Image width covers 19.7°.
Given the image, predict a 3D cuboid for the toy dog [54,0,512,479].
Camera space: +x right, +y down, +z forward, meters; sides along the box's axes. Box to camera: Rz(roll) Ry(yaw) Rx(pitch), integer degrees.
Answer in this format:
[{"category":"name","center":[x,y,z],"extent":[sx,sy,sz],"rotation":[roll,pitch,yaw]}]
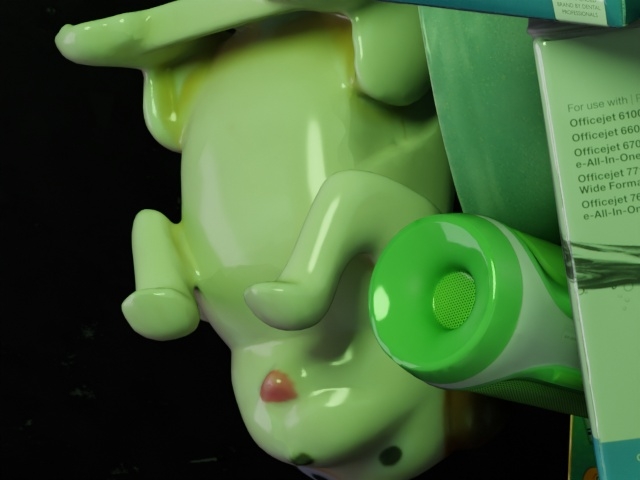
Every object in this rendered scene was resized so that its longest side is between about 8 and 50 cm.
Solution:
[{"category":"toy dog","center":[0.000,0.000,1.484],"extent":[0.395,0.285,0.407],"rotation":[-9,-92,-65]}]

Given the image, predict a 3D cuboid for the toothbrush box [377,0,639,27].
[{"category":"toothbrush box","center":[0.100,-0.277,0.972],"extent":[0.126,0.216,0.295],"rotation":[-28,-64,-34]}]

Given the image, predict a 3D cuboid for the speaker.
[{"category":"speaker","center":[0.166,0.063,1.346],"extent":[0.296,0.131,0.131],"rotation":[17,-119,-49]}]

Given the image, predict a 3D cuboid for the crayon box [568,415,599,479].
[{"category":"crayon box","center":[0.282,0.116,1.629],"extent":[0.165,0.081,0.278],"rotation":[1,-89,-66]}]

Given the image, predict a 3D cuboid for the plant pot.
[{"category":"plant pot","center":[0.196,-0.142,1.401],"extent":[0.293,0.196,0.293],"rotation":[-12,-90,-78]}]

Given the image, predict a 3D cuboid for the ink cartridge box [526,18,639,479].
[{"category":"ink cartridge box","center":[0.213,-0.001,1.125],"extent":[0.223,0.129,0.307],"rotation":[-63,-36,-74]}]
